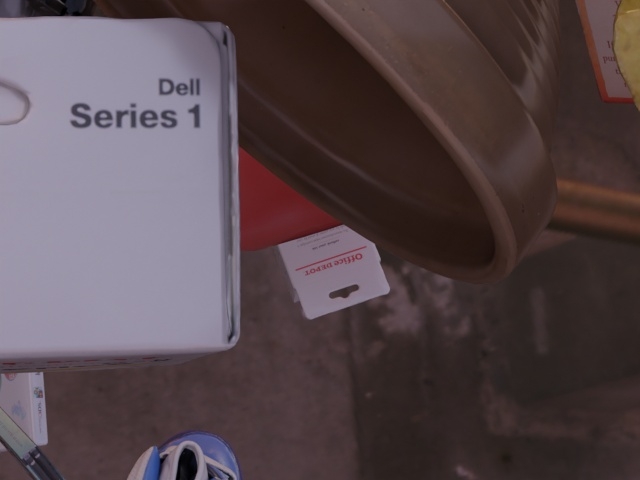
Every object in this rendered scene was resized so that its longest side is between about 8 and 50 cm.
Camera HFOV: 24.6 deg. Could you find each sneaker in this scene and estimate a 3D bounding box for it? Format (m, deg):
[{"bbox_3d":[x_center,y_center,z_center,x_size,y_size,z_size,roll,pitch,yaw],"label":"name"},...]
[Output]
[{"bbox_3d":[-0.126,0.251,1.435,0.130,0.236,0.323,23,39,0],"label":"sneaker"}]

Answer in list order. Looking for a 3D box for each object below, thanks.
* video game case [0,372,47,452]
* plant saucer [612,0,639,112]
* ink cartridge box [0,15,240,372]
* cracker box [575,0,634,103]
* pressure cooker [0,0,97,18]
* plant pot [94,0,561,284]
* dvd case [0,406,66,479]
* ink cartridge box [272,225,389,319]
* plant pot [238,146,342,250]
[{"bbox_3d":[-0.301,0.121,1.322,0.019,0.157,0.143,5,75,-46],"label":"video game case"},{"bbox_3d":[0.269,0.053,0.401,0.332,0.081,0.333,-5,63,-42],"label":"plant saucer"},{"bbox_3d":[-0.146,-0.004,0.603,0.201,0.278,0.117,-1,84,-9],"label":"ink cartridge box"},{"bbox_3d":[0.124,-0.179,0.456,0.156,0.067,0.232,-44,125,-36],"label":"cracker box"},{"bbox_3d":[-0.465,-0.225,1.677,0.370,0.375,0.420,24,80,-40],"label":"pressure cooker"},{"bbox_3d":[0.009,-0.099,0.548,0.237,0.237,0.110,45,78,-16],"label":"plant pot"},{"bbox_3d":[-0.159,0.127,0.824,0.013,0.087,0.119,-40,138,-16],"label":"dvd case"},{"bbox_3d":[0.000,0.000,1.660,0.104,0.061,0.181,-18,73,-8],"label":"ink cartridge box"},{"bbox_3d":[-0.023,-0.125,1.456,0.275,0.243,0.275,25,51,-35],"label":"plant pot"}]
